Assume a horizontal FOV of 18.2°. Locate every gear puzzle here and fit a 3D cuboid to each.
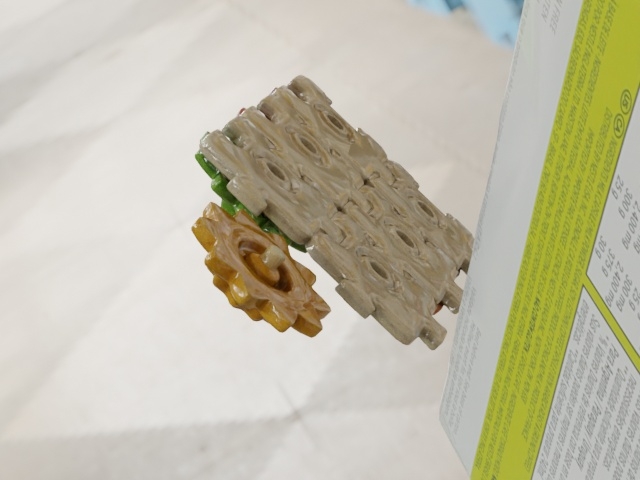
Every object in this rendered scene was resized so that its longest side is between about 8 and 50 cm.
[{"bbox_3d":[0.000,0.000,1.133,0.044,0.175,0.339,-46,0,18],"label":"gear puzzle"}]

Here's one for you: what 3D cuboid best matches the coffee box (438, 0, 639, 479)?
[{"bbox_3d":[0.280,0.045,0.766,0.338,0.338,0.334,-12,48,-19],"label":"coffee box"}]
